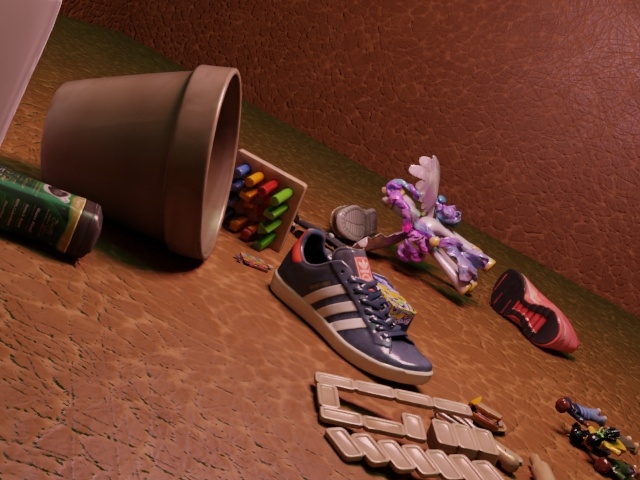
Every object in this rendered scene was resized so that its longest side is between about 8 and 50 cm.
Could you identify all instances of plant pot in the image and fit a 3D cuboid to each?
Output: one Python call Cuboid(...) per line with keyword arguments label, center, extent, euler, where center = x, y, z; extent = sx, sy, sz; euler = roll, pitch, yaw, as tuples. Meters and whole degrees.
Cuboid(label="plant pot", center=(-0.297, -0.149, 1.392), extent=(0.280, 0.323, 0.323), euler=(10, 14, -1))

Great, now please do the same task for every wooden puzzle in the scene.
Cuboid(label="wooden puzzle", center=(-0.125, 0.040, 1.565), extent=(0.083, 0.006, 0.049), euler=(21, 14, -23))

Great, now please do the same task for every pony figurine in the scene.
Cuboid(label="pony figurine", center=(0.261, -0.024, 2.093), extent=(0.363, 0.303, 0.351), euler=(45, 8, 12))

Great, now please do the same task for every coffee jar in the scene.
Cuboid(label="coffee jar", center=(-0.399, -0.041, 1.178), extent=(0.184, 0.079, 0.096), euler=(22, 10, -16))

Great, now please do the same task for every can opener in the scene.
Cuboid(label="can opener", center=(0.000, 0.000, 1.854), extent=(0.073, 0.059, 0.186), euler=(15, 17, -39))

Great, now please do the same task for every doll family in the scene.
Cuboid(label="doll family", center=(0.479, 0.340, 1.458), extent=(0.111, 0.076, 0.193), euler=(15, 12, -26))

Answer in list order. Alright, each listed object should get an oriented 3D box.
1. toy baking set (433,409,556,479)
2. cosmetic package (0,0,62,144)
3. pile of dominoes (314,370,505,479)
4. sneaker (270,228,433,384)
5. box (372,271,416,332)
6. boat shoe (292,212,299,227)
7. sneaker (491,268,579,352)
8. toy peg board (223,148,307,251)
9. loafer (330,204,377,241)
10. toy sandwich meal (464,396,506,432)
Cuboid(label="toy baking set", center=(0.252, 0.308, 1.210), extent=(0.196, 0.030, 0.256), euler=(27, 13, 1))
Cuboid(label="cosmetic package", center=(-0.652, -0.330, 1.258), extent=(0.393, 0.327, 0.329), euler=(20, 14, -30))
Cuboid(label="pile of dominoes", center=(0.112, 0.264, 1.108), extent=(0.251, 0.040, 0.196), euler=(14, 20, -8))
Cuboid(label="sneaker", center=(0.063, 0.098, 1.393), extent=(0.350, 0.148, 0.131), euler=(35, 15, 32))
Cuboid(label="box", center=(0.122, 0.119, 1.643), extent=(0.059, 0.054, 0.169), euler=(20, 15, -26))
Cuboid(label="boat shoe", center=(-0.073, -0.084, 1.915), extent=(0.084, 0.079, 0.233), euler=(39, -5, 11))
Cuboid(label="sneaker", center=(0.547, 0.192, 2.140), extent=(0.136, 0.116, 0.314), euler=(31, 16, -30))
Cuboid(label="toy peg board", center=(-0.135, -0.071, 1.675), extent=(0.160, 0.161, 0.079), euler=(30, 28, 12))
Cuboid(label="loafer", center=(0.073, -0.043, 2.147), extent=(0.087, 0.094, 0.251), euler=(0, -1, 22))
Cuboid(label="toy sandwich meal", center=(0.270, 0.280, 1.354), extent=(0.085, 0.029, 0.085), euler=(26, 11, -6))
